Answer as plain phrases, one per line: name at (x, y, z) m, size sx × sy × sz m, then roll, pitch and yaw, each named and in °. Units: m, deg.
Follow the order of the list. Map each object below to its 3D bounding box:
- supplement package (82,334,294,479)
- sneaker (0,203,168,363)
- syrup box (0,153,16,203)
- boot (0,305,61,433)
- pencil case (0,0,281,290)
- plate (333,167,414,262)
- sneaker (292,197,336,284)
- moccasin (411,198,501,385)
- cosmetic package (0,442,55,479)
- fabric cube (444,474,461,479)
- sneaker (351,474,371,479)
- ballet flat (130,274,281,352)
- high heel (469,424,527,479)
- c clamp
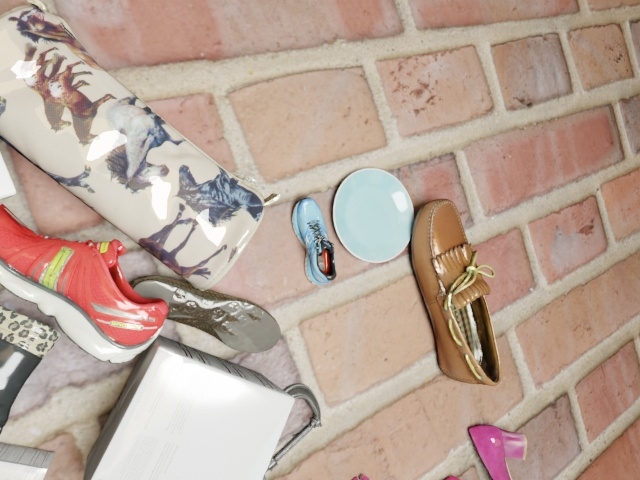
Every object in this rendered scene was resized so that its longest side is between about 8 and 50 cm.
supplement package at (-0.184, 0.265, 0.571) m, size 0.203 × 0.149 × 0.194 m, roll 29°, pitch 75°, yaw -21°
sneaker at (-0.319, 0.034, 0.529) m, size 0.279 × 0.107 × 0.118 m, roll 43°, pitch 82°, yaw -8°
syrup box at (-0.414, -0.138, 0.403) m, size 0.096 × 0.093 × 0.236 m, roll -28°, pitch 104°, yaw -50°
boot at (-0.469, 0.156, 0.487) m, size 0.237 × 0.085 × 0.178 m, roll 20°, pitch 57°, yaw -1°
pencil case at (-0.263, -0.120, 0.555) m, size 0.410 × 0.160 × 0.183 m, roll 42°, pitch 73°, yaw -17°
plate at (0.104, -0.049, 0.800) m, size 0.188 × 0.024 × 0.187 m, roll 2°, pitch 85°, yaw -26°
sneaker at (0.000, 0.000, 0.719) m, size 0.064 × 0.073 × 0.161 m, roll -17°, pitch 94°, yaw -25°
moccasin at (0.277, 0.103, 0.801) m, size 0.139 × 0.147 × 0.379 m, roll -8°, pitch 90°, yaw -29°
cosmetic package at (-0.436, 0.382, 0.493) m, size 0.099 × 0.060 × 0.238 m, roll 24°, pitch 76°, yaw -18°
fabric cube at (0.239, 0.630, 0.687) m, size 0.259 × 0.259 × 0.253 m, roll -11°, pitch 92°, yaw -25°
sneaker at (0.042, 0.506, 0.710) m, size 0.170 × 0.063 × 0.074 m, roll -34°, pitch 95°, yaw -28°
ballet flat at (-0.177, 0.115, 0.643) m, size 0.250 × 0.058 × 0.084 m, roll 24°, pitch 89°, yaw -25°
high heel at (0.368, 0.522, 0.873) m, size 0.117 × 0.082 × 0.243 m, roll 7°, pitch 99°, yaw 6°
c clamp at (-0.058, 0.338, 0.701) m, size 0.161 × 0.022 × 0.137 m, roll -41°, pitch 99°, yaw -20°
